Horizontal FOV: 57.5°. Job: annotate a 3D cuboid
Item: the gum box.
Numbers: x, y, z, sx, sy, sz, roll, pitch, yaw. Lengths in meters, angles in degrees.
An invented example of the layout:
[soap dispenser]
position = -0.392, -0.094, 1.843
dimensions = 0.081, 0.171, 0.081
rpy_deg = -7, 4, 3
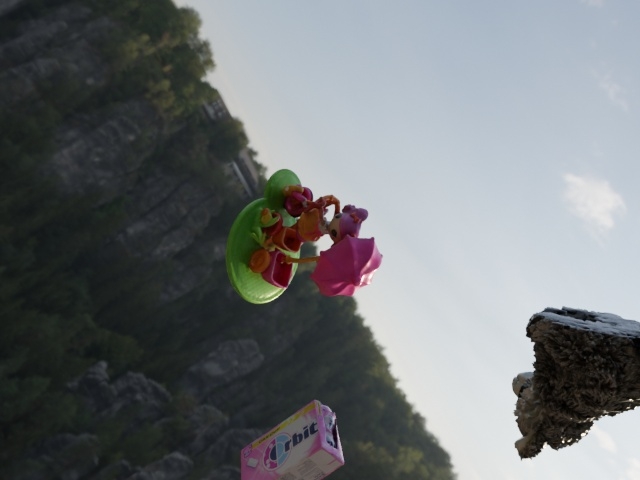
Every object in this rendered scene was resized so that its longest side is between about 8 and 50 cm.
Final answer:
[gum box]
position = -0.049, 0.371, 1.007
dimensions = 0.062, 0.188, 0.107
rpy_deg = 45, 15, -27

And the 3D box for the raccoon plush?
[raccoon plush]
position = 0.491, 0.299, 1.017
dimensions = 0.446, 0.216, 0.299
rpy_deg = -141, -124, -78

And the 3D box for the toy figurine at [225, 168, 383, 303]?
[toy figurine]
position = 0.000, 0.000, 0.672
dimensions = 0.159, 0.173, 0.130
rpy_deg = 7, -20, 36
